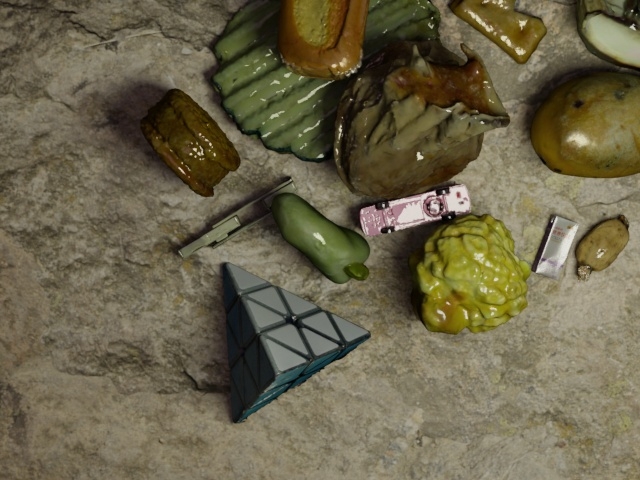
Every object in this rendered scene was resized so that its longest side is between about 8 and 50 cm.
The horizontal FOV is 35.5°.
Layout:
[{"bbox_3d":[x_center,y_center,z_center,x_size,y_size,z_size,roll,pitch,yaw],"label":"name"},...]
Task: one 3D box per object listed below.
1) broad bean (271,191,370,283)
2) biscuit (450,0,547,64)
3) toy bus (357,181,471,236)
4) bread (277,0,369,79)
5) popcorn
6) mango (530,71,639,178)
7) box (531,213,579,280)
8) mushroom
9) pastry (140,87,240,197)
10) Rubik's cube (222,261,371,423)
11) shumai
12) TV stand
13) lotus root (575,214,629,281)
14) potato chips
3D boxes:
[{"bbox_3d":[0.000,0.000,1.784,0.228,0.169,0.100,35,93,-17],"label":"broad bean"},{"bbox_3d":[0.348,-0.432,1.811,0.183,0.039,0.174,40,92,-7],"label":"biscuit"},{"bbox_3d":[0.169,-0.057,1.825,0.203,0.090,0.063,-13,95,0],"label":"toy bus"},{"bbox_3d":[0.013,-0.415,1.705,0.152,0.119,0.288,8,84,5],"label":"bread"},{"bbox_3d":[0.249,0.076,1.787,0.251,0.237,0.206,-38,80,32],"label":"popcorn"},{"bbox_3d":[0.533,-0.206,1.797,0.329,0.176,0.177,-4,131,-22],"label":"mango"},{"bbox_3d":[0.439,0.012,1.875,0.050,0.036,0.117,17,96,-6],"label":"box"},{"bbox_3d":[0.592,-0.410,1.760,0.266,0.190,0.164,-5,55,22],"label":"mushroom"},{"bbox_3d":[-0.225,-0.170,1.750,0.103,0.189,0.189,-41,98,6],"label":"pastry"},{"bbox_3d":[-0.078,0.198,1.825,0.228,0.229,0.233,1,144,32],"label":"Rubik's cube"},{"bbox_3d":[0.177,-0.186,1.662,0.314,0.262,0.267,-46,109,-3],"label":"shumai"},{"bbox_3d":[-0.150,-0.035,1.839,0.249,0.036,0.042,-31,100,1],"label":"TV stand"},{"bbox_3d":[0.523,0.014,1.868,0.072,0.063,0.152,36,91,-17],"label":"lotus root"},{"bbox_3d":[0.026,-0.310,1.798,0.429,0.070,0.359,-29,94,-2],"label":"potato chips"}]
